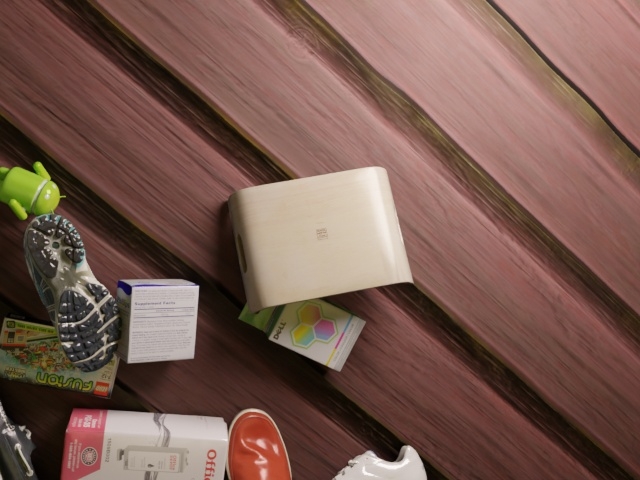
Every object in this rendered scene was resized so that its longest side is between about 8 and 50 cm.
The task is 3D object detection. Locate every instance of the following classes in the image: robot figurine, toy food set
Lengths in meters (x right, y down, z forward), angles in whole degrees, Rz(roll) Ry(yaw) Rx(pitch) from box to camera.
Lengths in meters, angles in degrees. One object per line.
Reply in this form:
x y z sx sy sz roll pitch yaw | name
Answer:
-0.498 -0.083 1.346 0.115 0.067 0.101 23 52 -5 | robot figurine
0.000 0.000 1.437 0.306 0.092 0.219 -11 78 -5 | toy food set

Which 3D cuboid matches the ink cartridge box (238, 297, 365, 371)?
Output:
-0.034 0.149 1.474 0.209 0.062 0.109 27 91 -13 | ink cartridge box

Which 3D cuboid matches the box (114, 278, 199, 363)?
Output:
-0.291 0.140 1.398 0.126 0.072 0.137 1 97 -34 | box

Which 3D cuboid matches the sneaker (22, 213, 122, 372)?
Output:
-0.430 0.088 1.361 0.110 0.122 0.283 -22 102 -30 | sneaker

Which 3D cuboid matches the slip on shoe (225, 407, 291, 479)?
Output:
-0.097 0.466 1.430 0.123 0.101 0.331 -1 66 -21 | slip on shoe

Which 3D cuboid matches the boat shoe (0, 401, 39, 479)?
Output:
-0.543 0.377 1.381 0.091 0.114 0.302 -14 91 -33 | boat shoe

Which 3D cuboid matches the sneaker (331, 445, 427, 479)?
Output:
0.067 0.481 1.529 0.297 0.111 0.129 -12 79 -11 | sneaker

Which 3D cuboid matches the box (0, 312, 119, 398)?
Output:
-0.464 0.206 1.407 0.207 0.036 0.114 12 94 -13 | box

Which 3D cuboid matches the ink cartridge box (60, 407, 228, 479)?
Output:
-0.317 0.423 1.421 0.283 0.117 0.207 7 95 -12 | ink cartridge box
